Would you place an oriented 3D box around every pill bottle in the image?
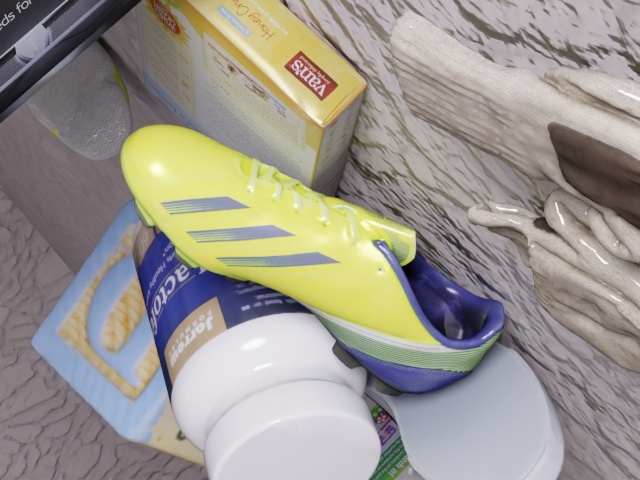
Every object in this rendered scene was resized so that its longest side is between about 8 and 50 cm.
[{"bbox_3d":[-0.050,0.076,1.026,0.153,0.153,0.264,61,-175,-45],"label":"pill bottle"}]

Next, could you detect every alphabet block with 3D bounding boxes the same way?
[{"bbox_3d":[-0.132,0.103,1.344,0.193,0.192,0.197,37,-178,38],"label":"alphabet block"}]

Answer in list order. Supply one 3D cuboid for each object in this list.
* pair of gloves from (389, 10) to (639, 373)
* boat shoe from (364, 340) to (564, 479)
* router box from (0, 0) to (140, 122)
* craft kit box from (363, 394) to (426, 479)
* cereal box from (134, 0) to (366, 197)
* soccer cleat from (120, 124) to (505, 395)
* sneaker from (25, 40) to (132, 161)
[{"bbox_3d":[0.142,-0.007,0.637,0.204,0.042,0.240,30,162,38],"label":"pair of gloves"},{"bbox_3d":[0.105,0.137,1.007,0.105,0.113,0.306,46,171,-25],"label":"boat shoe"},{"bbox_3d":[-0.176,-0.153,0.602,0.081,0.309,0.243,41,164,18],"label":"router box"},{"bbox_3d":[0.026,0.288,1.379,0.246,0.250,0.061,39,165,32],"label":"craft kit box"},{"bbox_3d":[-0.054,-0.108,0.917,0.173,0.047,0.240,43,166,7],"label":"cereal box"},{"bbox_3d":[0.001,-0.001,0.892,0.289,0.093,0.121,36,132,-19],"label":"soccer cleat"},{"bbox_3d":[-0.263,-0.186,1.277,0.240,0.091,0.126,57,176,-13],"label":"sneaker"}]
